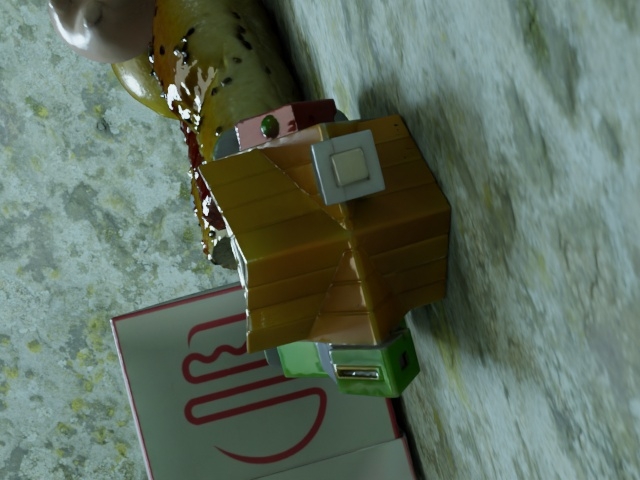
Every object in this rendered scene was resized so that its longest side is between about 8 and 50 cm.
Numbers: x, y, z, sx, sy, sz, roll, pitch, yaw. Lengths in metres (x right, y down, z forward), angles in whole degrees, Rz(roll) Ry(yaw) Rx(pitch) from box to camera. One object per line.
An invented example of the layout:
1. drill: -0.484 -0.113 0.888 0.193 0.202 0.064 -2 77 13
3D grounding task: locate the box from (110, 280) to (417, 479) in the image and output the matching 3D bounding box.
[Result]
1. box: -0.077 0.199 1.341 0.314 0.312 0.300 159 96 -84

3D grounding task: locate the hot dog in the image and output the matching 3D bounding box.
1. hot dog: -0.123 -0.177 1.448 0.367 0.196 0.366 92 165 -61

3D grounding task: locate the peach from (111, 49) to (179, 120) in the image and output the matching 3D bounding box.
1. peach: -0.219 -0.297 1.719 0.153 0.251 0.251 -43 55 40

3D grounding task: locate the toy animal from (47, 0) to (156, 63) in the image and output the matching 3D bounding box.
1. toy animal: -0.251 -0.403 1.539 0.237 0.326 0.269 38 -171 8

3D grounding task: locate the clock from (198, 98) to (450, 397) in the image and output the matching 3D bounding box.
1. clock: 0.001 0.000 0.863 0.309 0.166 0.235 -170 65 -81

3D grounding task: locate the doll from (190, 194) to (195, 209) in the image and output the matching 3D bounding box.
1. doll: -0.194 -0.111 2.291 0.195 0.153 0.258 24 155 33
